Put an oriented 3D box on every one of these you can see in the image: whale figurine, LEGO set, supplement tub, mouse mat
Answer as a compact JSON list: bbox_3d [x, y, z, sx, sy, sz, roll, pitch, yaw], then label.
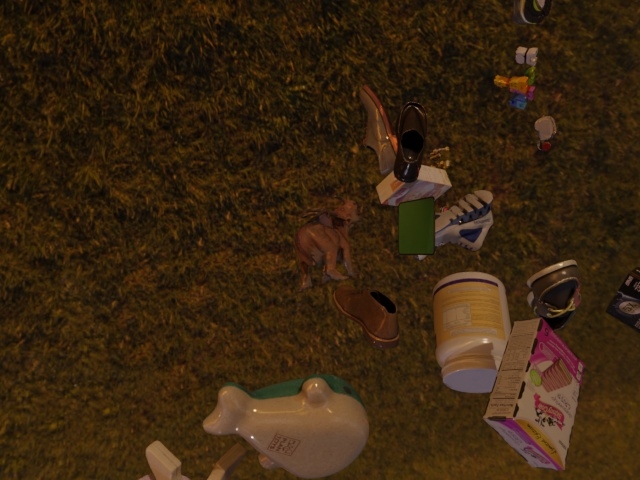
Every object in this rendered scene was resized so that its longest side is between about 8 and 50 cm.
[{"bbox_3d":[-0.053,0.289,0.825,0.272,0.141,0.216,19,116,-17],"label":"whale figurine"},{"bbox_3d":[0.562,-0.461,1.423,0.087,0.093,0.227,-61,154,-7],"label":"LEGO set"},{"bbox_3d":[0.489,0.294,1.579,0.241,0.331,0.241,5,144,3],"label":"supplement tub"},{"bbox_3d":[0.259,-0.036,1.331,0.007,0.189,0.153,1,88,-19],"label":"mouse mat"}]

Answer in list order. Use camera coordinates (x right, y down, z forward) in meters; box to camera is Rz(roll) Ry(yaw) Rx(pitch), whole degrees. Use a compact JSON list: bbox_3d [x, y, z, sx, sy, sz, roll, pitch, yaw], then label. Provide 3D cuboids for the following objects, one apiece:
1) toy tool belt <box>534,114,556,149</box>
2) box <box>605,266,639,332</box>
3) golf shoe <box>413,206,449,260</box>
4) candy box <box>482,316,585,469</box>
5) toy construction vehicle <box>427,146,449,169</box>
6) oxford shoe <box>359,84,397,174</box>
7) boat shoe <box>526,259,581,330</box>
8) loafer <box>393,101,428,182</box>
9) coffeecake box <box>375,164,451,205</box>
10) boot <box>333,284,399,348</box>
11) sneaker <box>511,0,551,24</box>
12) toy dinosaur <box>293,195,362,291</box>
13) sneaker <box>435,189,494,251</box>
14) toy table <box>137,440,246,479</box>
[{"bbox_3d":[0.567,-0.272,1.234,0.052,0.051,0.083,-7,104,28],"label":"toy tool belt"},{"bbox_3d":[1.087,0.205,1.656,0.077,0.147,0.180,-15,131,-36],"label":"box"},{"bbox_3d":[0.493,-0.019,2.053,0.273,0.120,0.105,-52,145,-10],"label":"golf shoe"},{"bbox_3d":[0.418,0.289,0.945,0.159,0.233,0.071,44,145,-14],"label":"candy box"},{"bbox_3d":[0.380,-0.260,1.620,0.035,0.086,0.098,30,152,-33],"label":"toy construction vehicle"},{"bbox_3d":[0.199,-0.404,1.778,0.130,0.348,0.123,-27,162,18],"label":"oxford shoe"},{"bbox_3d":[0.522,0.127,1.084,0.109,0.091,0.305,-20,154,11],"label":"boat shoe"},{"bbox_3d":[0.221,-0.245,1.157,0.080,0.220,0.078,7,157,-2],"label":"loafer"},{"bbox_3d":[0.294,-0.170,1.547,0.185,0.068,0.142,5,148,-34],"label":"coffeecake box"},{"bbox_3d":[0.127,0.170,1.340,0.112,0.305,0.115,-5,109,-23],"label":"boot"},{"bbox_3d":[0.640,-0.805,1.489,0.111,0.121,0.300,9,97,-16],"label":"sneaker"},{"bbox_3d":[0.000,0.000,1.148,0.127,0.200,0.295,-17,178,27],"label":"toy dinosaur"},{"bbox_3d":[0.470,-0.024,1.697,0.315,0.127,0.182,-26,119,7],"label":"sneaker"},{"bbox_3d":[-0.243,0.515,0.927,0.274,0.252,0.161,27,120,9],"label":"toy table"}]
